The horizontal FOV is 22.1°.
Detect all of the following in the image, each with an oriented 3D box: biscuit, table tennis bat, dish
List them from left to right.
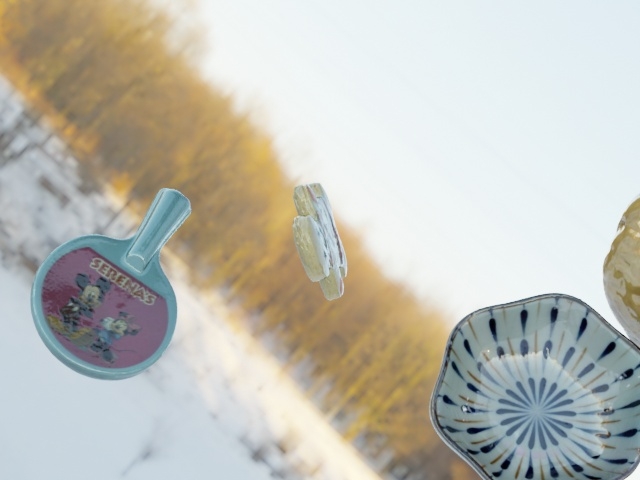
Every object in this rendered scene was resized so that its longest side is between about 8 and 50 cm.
[{"bbox_3d":[-0.201,0.038,1.678,0.153,0.244,0.040,37,-38,-8],"label":"table tennis bat"},{"bbox_3d":[0.000,0.000,2.103,0.234,0.030,0.153,-29,100,-81],"label":"biscuit"},{"bbox_3d":[0.184,0.141,1.371,0.190,0.190,0.066,41,-20,20],"label":"dish"}]

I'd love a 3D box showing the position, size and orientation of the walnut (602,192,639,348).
[{"bbox_3d":[0.350,0.025,1.388,0.221,0.195,0.195,10,-23,40],"label":"walnut"}]
